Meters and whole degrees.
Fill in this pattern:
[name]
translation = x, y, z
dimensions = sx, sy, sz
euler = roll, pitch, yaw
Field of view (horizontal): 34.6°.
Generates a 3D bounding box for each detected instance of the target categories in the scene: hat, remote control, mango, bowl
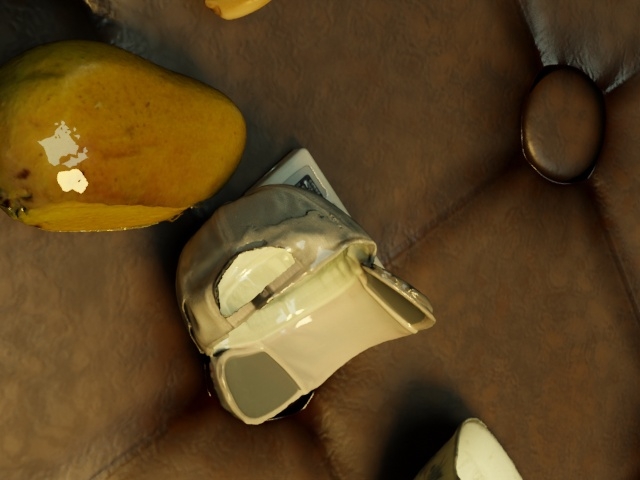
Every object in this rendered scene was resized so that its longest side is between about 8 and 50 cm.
[hat]
translation = -0.019, 0.056, 1.012
dimensions = 0.275, 0.232, 0.161
euler = 42, 26, -43
[remote control]
translation = 0.000, 0.000, 1.096
dimensions = 0.087, 0.029, 0.190
euler = -43, 114, -23
[mango]
translation = -0.182, -0.090, 0.919
dimensions = 0.261, 0.130, 0.167
euler = 4, 85, -39
[bowl]
translation = 0.156, 0.365, 1.128
dimensions = 0.313, 0.146, 0.313
euler = 53, 23, -35

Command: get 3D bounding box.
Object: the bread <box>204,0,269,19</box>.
[bread]
translation = -0.117, -0.363, 0.948
dimensions = 0.311, 0.121, 0.173
euler = 49, 69, -24
